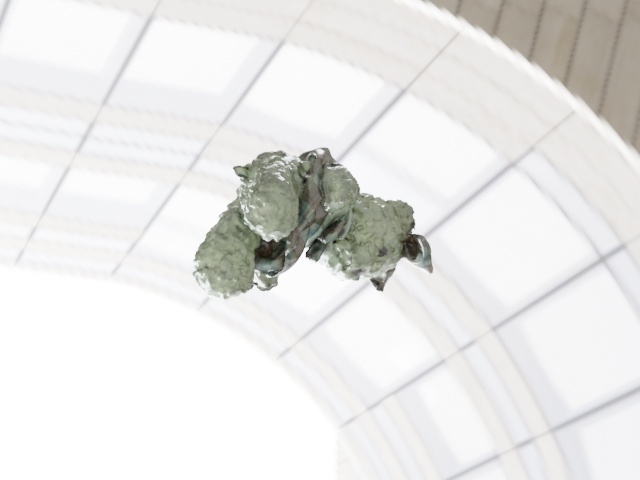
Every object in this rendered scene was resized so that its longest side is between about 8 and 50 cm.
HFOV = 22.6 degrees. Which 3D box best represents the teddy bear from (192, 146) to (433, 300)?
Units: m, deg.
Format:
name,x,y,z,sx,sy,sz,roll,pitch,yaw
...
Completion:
name,x,y,z,sx,sy,sz,roll,pitch,yaw
teddy bear,-0.012,-0.017,1.256,0.213,0.133,0.111,6,-129,-47
